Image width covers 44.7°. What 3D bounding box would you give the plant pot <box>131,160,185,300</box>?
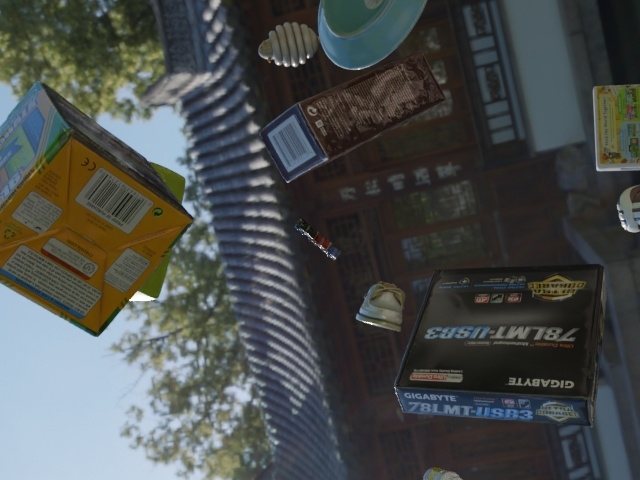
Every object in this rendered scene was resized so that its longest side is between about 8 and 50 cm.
[{"bbox_3d":[-0.386,-0.036,1.270,0.207,0.227,0.228,36,-122,-56],"label":"plant pot"}]

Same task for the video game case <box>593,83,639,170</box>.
[{"bbox_3d":[0.758,-0.270,1.842,0.026,0.207,0.226,60,-147,-64],"label":"video game case"}]

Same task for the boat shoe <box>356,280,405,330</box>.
[{"bbox_3d":[0.153,0.157,1.936,0.302,0.113,0.103,-142,70,-87],"label":"boat shoe"}]

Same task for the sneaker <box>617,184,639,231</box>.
[{"bbox_3d":[0.681,-0.088,1.387,0.162,0.281,0.106,-4,112,64],"label":"sneaker"}]

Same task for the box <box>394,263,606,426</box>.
[{"bbox_3d":[0.298,0.158,1.257,0.293,0.296,0.073,-60,-41,-46],"label":"box"}]

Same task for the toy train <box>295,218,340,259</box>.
[{"bbox_3d":[0.000,0.000,1.630,0.027,0.036,0.158,-57,-40,-7],"label":"toy train"}]

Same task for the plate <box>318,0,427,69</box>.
[{"bbox_3d":[0.053,-0.287,0.878,0.024,0.188,0.188,14,-121,-39],"label":"plate"}]

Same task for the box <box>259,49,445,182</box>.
[{"bbox_3d":[0.075,-0.279,1.742,0.381,0.191,0.143,-32,-85,-32],"label":"box"}]

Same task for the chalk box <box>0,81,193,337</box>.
[{"bbox_3d":[-0.309,-0.055,0.931,0.180,0.179,0.289,39,-179,-35],"label":"chalk box"}]

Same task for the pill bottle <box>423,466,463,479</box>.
[{"bbox_3d":[0.218,0.425,1.363,0.083,0.043,0.043,162,96,-67],"label":"pill bottle"}]

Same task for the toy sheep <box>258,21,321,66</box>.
[{"bbox_3d":[-0.051,-0.365,1.444,0.091,0.132,0.091,-16,-90,-90],"label":"toy sheep"}]
